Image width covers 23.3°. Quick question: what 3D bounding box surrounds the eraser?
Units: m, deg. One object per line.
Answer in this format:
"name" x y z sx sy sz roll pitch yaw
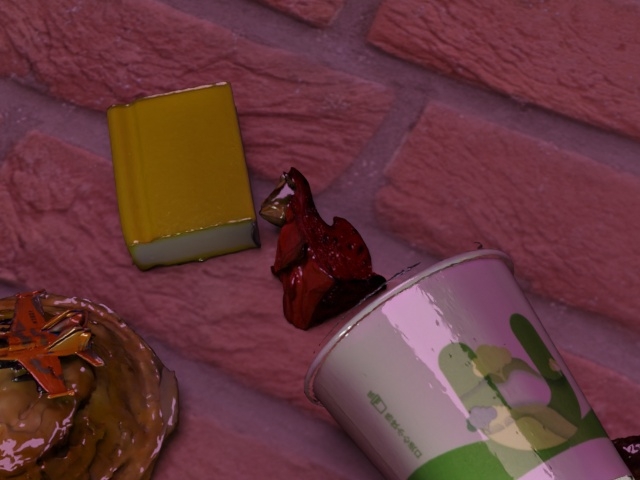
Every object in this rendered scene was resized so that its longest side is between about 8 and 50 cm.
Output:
"eraser" -0.164 -0.078 1.842 0.158 0.069 0.226 -12 56 1

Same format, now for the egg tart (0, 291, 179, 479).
"egg tart" -0.327 0.181 1.665 0.341 0.129 0.341 -4 55 5

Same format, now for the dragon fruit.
"dragon fruit" -0.005 -0.010 1.762 0.122 0.092 0.192 -16 56 -3

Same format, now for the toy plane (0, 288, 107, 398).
"toy plane" -0.316 0.113 1.590 0.188 0.062 0.135 -13 56 -19

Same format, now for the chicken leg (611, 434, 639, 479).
"chicken leg" 0.457 0.230 1.558 0.322 0.083 0.177 29 80 21

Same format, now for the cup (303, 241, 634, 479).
"cup" 0.154 0.185 1.541 0.253 0.253 0.274 -29 66 -11
